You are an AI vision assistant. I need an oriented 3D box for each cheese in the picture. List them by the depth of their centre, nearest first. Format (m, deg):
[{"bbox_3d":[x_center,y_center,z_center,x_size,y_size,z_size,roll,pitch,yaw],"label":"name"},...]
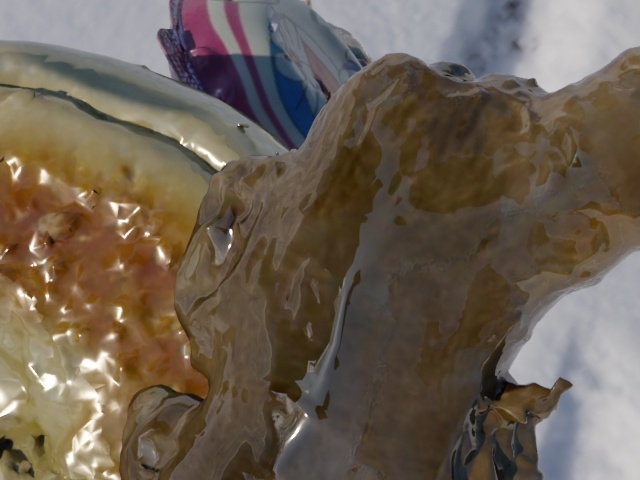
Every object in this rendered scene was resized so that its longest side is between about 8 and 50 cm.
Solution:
[{"bbox_3d":[-0.001,-0.066,0.937,0.244,0.062,0.155,8,51,-60],"label":"cheese"}]

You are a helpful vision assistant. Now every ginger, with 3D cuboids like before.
[{"bbox_3d":[0.007,0.065,0.597,0.166,0.080,0.333,35,95,23],"label":"ginger"}]

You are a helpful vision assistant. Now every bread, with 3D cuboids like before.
[{"bbox_3d":[-0.113,0.068,0.764,0.306,0.159,0.305,0,82,3],"label":"bread"}]

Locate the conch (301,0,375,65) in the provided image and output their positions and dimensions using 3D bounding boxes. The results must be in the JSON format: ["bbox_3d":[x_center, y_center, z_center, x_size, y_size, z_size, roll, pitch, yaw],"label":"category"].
[{"bbox_3d":[0.010,0.009,1.123,0.210,0.159,0.291,-12,119,-38],"label":"conch"}]
